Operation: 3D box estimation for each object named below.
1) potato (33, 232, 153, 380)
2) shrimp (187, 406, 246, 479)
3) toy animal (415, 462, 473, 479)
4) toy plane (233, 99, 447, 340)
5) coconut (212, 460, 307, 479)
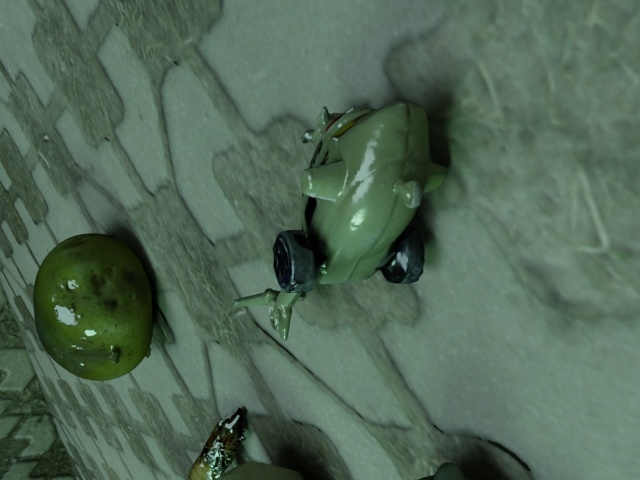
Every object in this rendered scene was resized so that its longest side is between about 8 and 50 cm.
[{"bbox_3d":[-0.311,0.097,0.960,0.197,0.148,0.228,52,148,-9],"label":"potato"},{"bbox_3d":[-0.092,0.303,0.877,0.148,0.035,0.195,37,124,16],"label":"shrimp"},{"bbox_3d":[0.096,0.258,0.526,0.108,0.138,0.236,3,152,14],"label":"toy animal"},{"bbox_3d":[0.000,0.000,0.470,0.286,0.092,0.108,117,142,-53],"label":"toy plane"},{"bbox_3d":[-0.073,0.318,0.739,0.171,0.171,0.183,43,148,30],"label":"coconut"}]
